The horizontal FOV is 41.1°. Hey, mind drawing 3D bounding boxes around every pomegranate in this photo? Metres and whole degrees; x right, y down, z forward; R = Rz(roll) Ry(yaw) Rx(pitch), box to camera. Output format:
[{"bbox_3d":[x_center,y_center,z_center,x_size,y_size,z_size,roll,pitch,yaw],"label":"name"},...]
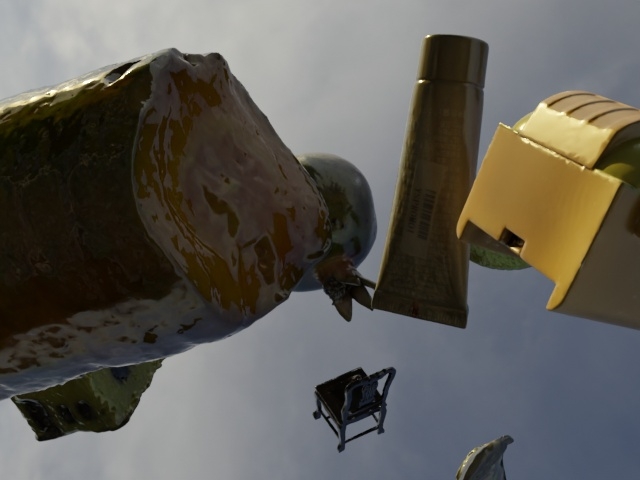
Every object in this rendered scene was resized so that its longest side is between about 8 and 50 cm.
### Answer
[{"bbox_3d":[-0.024,-0.001,1.658,0.291,0.291,0.323,-27,-127,37],"label":"pomegranate"}]

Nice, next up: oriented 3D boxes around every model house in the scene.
[{"bbox_3d":[-0.363,0.141,1.211,0.193,0.174,0.234,-13,-64,33],"label":"model house"}]

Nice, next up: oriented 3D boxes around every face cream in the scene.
[{"bbox_3d":[0.139,-0.073,1.036,0.137,0.084,0.341,10,-86,37],"label":"face cream"}]

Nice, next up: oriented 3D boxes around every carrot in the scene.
[{"bbox_3d":[-0.186,-0.010,0.695,0.341,0.241,0.241,-15,-106,18],"label":"carrot"}]

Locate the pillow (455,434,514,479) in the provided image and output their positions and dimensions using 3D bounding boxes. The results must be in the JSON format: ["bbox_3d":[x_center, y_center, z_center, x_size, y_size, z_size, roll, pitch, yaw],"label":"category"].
[{"bbox_3d":[0.287,0.462,1.543,0.059,0.169,0.255,21,-38,33],"label":"pillow"}]

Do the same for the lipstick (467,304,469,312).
[{"bbox_3d":[0.209,0.127,1.663,0.158,0.048,0.048,11,-88,40],"label":"lipstick"}]

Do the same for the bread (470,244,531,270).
[{"bbox_3d":[0.313,-0.030,1.515,0.228,0.228,0.033,-15,-140,40],"label":"bread"}]

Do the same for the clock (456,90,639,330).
[{"bbox_3d":[0.333,-0.006,0.861,0.200,0.317,0.244,-62,-154,14],"label":"clock"}]

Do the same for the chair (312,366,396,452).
[{"bbox_3d":[0.061,0.278,1.567,0.113,0.106,0.229,51,-29,37],"label":"chair"}]
